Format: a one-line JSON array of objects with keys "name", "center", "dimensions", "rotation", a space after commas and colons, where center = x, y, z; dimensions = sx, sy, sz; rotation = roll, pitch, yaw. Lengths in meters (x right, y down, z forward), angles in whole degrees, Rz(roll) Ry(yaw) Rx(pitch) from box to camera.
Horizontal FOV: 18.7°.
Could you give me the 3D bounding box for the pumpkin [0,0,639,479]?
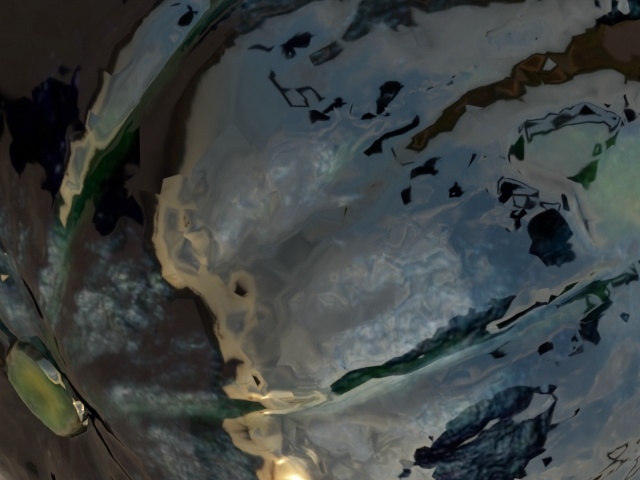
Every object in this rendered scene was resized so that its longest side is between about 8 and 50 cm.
[{"name": "pumpkin", "center": [0.000, 0.000, 0.745], "dimensions": [0.266, 0.363, 0.363], "rotation": [-32, 128, -34]}]
